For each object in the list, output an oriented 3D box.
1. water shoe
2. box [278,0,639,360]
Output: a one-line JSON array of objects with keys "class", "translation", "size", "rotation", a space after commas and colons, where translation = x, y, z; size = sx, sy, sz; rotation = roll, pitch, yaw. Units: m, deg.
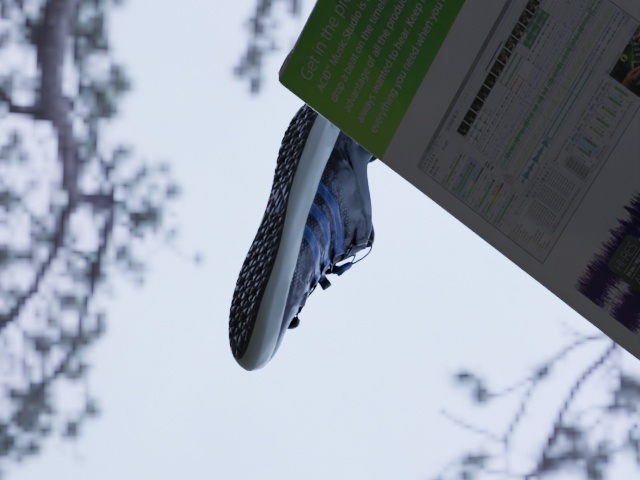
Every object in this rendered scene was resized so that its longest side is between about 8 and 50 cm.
[{"class": "water shoe", "translation": [0.000, 0.000, 1.362], "size": [0.073, 0.080, 0.203], "rotation": [-19, -129, 66]}, {"class": "box", "translation": [0.153, -0.077, 0.915], "size": [0.322, 0.058, 0.232], "rotation": [38, -54, 14]}]
